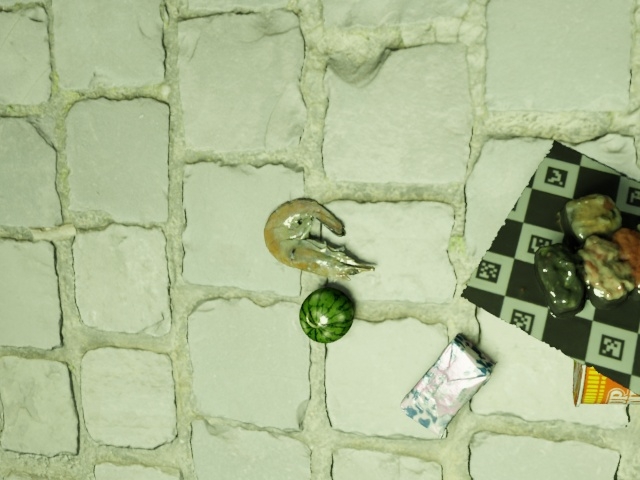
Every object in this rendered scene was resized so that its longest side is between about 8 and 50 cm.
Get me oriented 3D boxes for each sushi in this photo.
[{"bbox_3d":[0.415,0.024,1.153,0.339,0.069,0.320,31,67,17],"label":"sushi"}]

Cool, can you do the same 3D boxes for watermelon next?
[{"bbox_3d":[0.010,0.133,1.433,0.108,0.109,0.109,4,99,23],"label":"watermelon"}]

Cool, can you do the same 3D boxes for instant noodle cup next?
[{"bbox_3d":[0.487,0.162,1.206,0.212,0.193,0.193,4,100,14],"label":"instant noodle cup"}]

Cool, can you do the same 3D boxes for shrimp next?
[{"bbox_3d":[0.000,0.000,1.453,0.223,0.047,0.126,19,95,21],"label":"shrimp"}]

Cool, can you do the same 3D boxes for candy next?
[{"bbox_3d":[0.214,0.245,1.380,0.092,0.073,0.160,39,110,12],"label":"candy"}]
